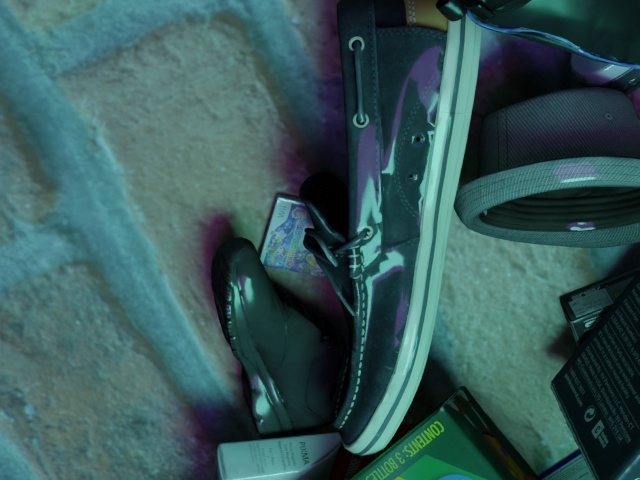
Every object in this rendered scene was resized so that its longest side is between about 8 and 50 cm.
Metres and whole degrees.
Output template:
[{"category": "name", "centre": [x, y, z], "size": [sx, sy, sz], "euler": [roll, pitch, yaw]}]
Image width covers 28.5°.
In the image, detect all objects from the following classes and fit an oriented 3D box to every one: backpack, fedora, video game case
[{"category": "backpack", "centre": [0.252, -0.315, 1.147], "size": [0.277, 0.213, 0.263], "euler": [10, 121, -23]}, {"category": "fedora", "centre": [0.263, -0.081, 1.297], "size": [0.275, 0.124, 0.244], "euler": [6, 163, -32]}, {"category": "video game case", "centre": [0.000, 0.000, 1.398], "size": [0.122, 0.011, 0.087], "euler": [12, 116, -12]}]

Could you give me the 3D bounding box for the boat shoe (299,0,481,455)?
[{"category": "boat shoe", "centre": [0.052, -0.017, 1.295], "size": [0.156, 0.187, 0.500], "euler": [6, 109, -3]}]

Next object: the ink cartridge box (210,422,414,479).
[{"category": "ink cartridge box", "centre": [-0.014, 0.291, 1.474], "size": [0.232, 0.066, 0.189], "euler": [0, 142, -11]}]

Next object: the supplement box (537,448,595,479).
[{"category": "supplement box", "centre": [0.333, 0.375, 1.518], "size": [0.114, 0.220, 0.111], "euler": [-37, 115, 13]}]

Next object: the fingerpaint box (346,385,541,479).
[{"category": "fingerpaint box", "centre": [0.095, 0.446, 1.376], "size": [0.445, 0.163, 0.371], "euler": [-40, 82, 13]}]

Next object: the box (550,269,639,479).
[{"category": "box", "centre": [0.496, 0.121, 1.342], "size": [0.294, 0.212, 0.395], "euler": [27, 110, -19]}]

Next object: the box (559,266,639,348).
[{"category": "box", "centre": [0.417, 0.108, 1.477], "size": [0.231, 0.056, 0.183], "euler": [-22, 118, 6]}]

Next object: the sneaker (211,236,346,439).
[{"category": "sneaker", "centre": [-0.042, 0.106, 1.410], "size": [0.130, 0.109, 0.286], "euler": [-18, 128, -4]}]

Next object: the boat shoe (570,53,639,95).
[{"category": "boat shoe", "centre": [0.368, -0.216, 1.291], "size": [0.228, 0.080, 0.076], "euler": [-35, 134, 9]}]
